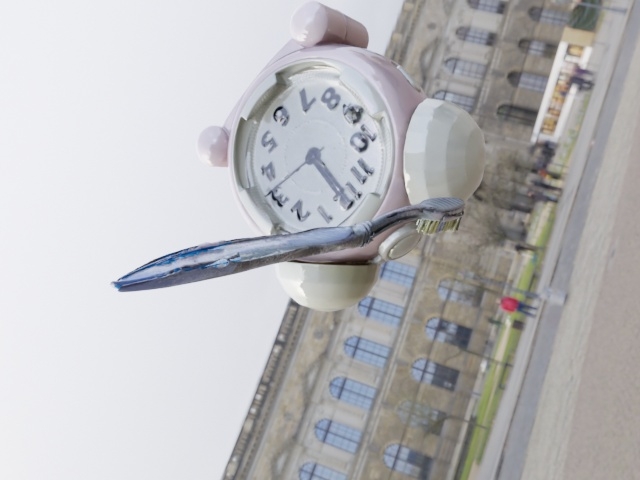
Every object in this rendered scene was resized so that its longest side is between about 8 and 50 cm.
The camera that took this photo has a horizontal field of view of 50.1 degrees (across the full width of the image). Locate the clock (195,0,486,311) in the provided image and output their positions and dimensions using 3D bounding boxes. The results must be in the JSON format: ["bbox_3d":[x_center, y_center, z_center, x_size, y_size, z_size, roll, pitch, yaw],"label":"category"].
[{"bbox_3d":[0.023,-0.106,0.932,0.184,0.325,0.342,-3,-39,-52],"label":"clock"}]

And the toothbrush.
[{"bbox_3d":[0.000,0.000,0.652,0.414,0.035,0.042,-11,-54,-37],"label":"toothbrush"}]
